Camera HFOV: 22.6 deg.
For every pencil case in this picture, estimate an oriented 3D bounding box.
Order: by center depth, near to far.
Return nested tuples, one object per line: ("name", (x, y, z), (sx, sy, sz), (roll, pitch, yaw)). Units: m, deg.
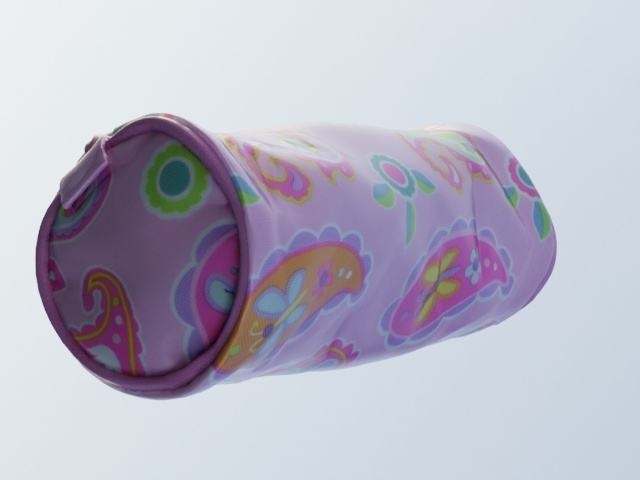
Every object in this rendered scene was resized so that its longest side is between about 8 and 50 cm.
("pencil case", (0.000, 0.000, 0.745), (0.124, 0.284, 0.124), (3, -85, 33))
